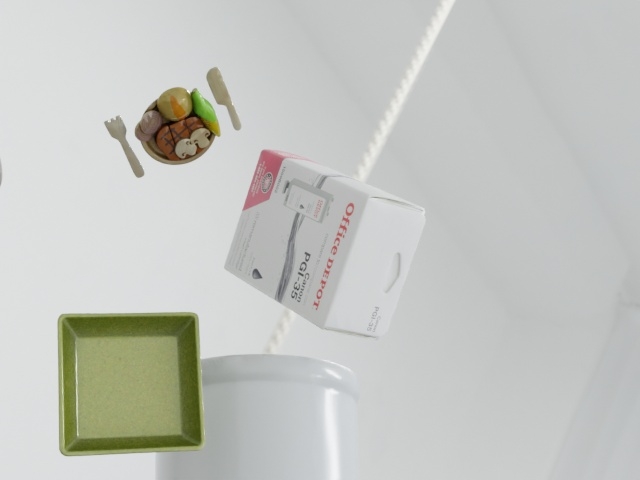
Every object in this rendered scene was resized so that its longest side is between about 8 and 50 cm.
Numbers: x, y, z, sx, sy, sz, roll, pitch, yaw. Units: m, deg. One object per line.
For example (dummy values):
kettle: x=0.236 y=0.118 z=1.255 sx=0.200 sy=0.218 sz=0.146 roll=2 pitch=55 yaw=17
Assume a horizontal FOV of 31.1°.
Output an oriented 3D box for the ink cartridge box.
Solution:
ink cartridge box: x=0.000 y=0.000 z=1.708 sx=0.117 sy=0.207 sz=0.283 roll=14 pitch=8 yaw=-38

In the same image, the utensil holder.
utensil holder: x=-0.096 y=0.402 z=1.753 sx=0.328 sy=0.385 sz=0.327 roll=-1 pitch=-22 yaw=0

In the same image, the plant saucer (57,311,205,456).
plant saucer: x=-0.254 y=0.192 z=1.529 sx=0.188 sy=0.188 sz=0.045 roll=1 pitch=-19 yaw=-17

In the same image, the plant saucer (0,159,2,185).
plant saucer: x=-0.623 y=-0.029 z=1.908 sx=0.050 sy=0.310 sz=0.310 roll=36 pitch=-21 yaw=-2

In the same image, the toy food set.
toy food set: x=-0.217 y=-0.171 z=1.755 sx=0.038 sy=0.192 sz=0.132 roll=55 pitch=-9 yaw=54
